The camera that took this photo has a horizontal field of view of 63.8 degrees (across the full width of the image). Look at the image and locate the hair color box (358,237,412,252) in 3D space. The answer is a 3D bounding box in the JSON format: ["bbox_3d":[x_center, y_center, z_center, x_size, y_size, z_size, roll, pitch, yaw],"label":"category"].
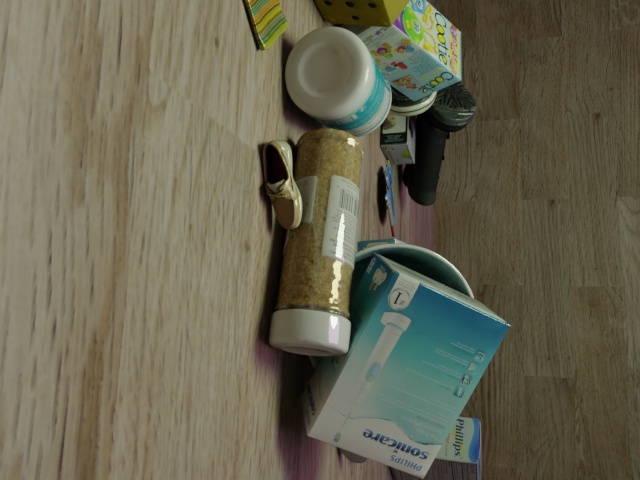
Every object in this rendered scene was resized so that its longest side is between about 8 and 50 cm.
[{"bbox_3d":[0.208,0.098,1.438,0.347,0.105,0.173,13,75,-66],"label":"hair color box"}]

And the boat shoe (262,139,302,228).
[{"bbox_3d":[-0.062,-0.082,0.762,0.045,0.050,0.135,-20,98,-68],"label":"boat shoe"}]

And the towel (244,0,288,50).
[{"bbox_3d":[-0.095,-0.393,0.705,0.102,0.021,0.237,-72,155,-45],"label":"towel"}]

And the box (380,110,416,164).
[{"bbox_3d":[0.258,-0.410,1.678,0.169,0.087,0.289,41,52,-67],"label":"box"}]

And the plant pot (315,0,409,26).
[{"bbox_3d":[0.078,-0.530,0.972,0.212,0.212,0.187,32,72,-69],"label":"plant pot"}]

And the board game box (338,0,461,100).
[{"bbox_3d":[0.189,-0.466,1.192,0.275,0.144,0.141,20,67,-39],"label":"board game box"}]

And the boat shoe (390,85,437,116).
[{"bbox_3d":[0.223,-0.569,1.438,0.156,0.187,0.499,50,36,-61],"label":"boat shoe"}]

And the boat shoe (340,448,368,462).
[{"bbox_3d":[0.075,0.376,1.114,0.070,0.078,0.219,-47,131,-65],"label":"boat shoe"}]

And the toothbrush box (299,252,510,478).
[{"bbox_3d":[0.128,0.204,0.846,0.295,0.217,0.126,-65,-168,7],"label":"toothbrush box"}]

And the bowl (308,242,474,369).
[{"bbox_3d":[0.119,0.145,0.982,0.163,0.312,0.311,-121,-154,-78],"label":"bowl"}]

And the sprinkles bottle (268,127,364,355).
[{"bbox_3d":[0.000,0.000,0.824,0.121,0.121,0.355,52,41,-62],"label":"sprinkles bottle"}]

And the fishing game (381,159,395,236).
[{"bbox_3d":[0.207,-0.142,1.601,0.264,0.041,0.189,-81,162,-50],"label":"fishing game"}]

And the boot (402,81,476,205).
[{"bbox_3d":[0.377,-0.304,1.739,0.366,0.146,0.444,-83,-179,-50],"label":"boot"}]

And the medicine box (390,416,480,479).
[{"bbox_3d":[0.378,0.700,1.694,0.149,0.290,0.263,-73,155,-43],"label":"medicine box"}]

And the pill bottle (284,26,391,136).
[{"bbox_3d":[0.046,-0.271,0.933,0.264,0.146,0.146,-3,93,-73],"label":"pill bottle"}]
